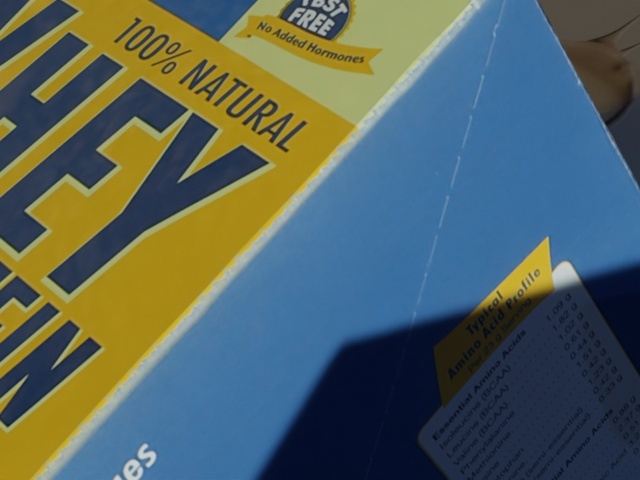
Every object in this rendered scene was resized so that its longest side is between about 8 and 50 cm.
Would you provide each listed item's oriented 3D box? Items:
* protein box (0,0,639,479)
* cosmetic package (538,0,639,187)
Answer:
[{"bbox_3d":[-0.025,0.044,0.449,0.200,0.136,0.201,-48,137,-9],"label":"protein box"},{"bbox_3d":[0.000,0.000,0.761,0.309,0.160,0.113,-28,128,-12],"label":"cosmetic package"}]
